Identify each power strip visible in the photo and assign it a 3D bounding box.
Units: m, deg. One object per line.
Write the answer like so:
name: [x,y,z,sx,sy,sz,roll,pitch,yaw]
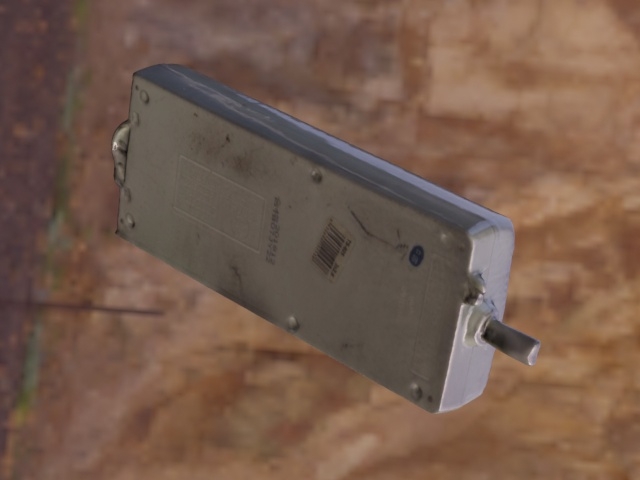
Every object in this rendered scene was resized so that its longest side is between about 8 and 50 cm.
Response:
power strip: [0.000,0.000,0.473,0.019,0.136,0.051,-15,122,-46]
